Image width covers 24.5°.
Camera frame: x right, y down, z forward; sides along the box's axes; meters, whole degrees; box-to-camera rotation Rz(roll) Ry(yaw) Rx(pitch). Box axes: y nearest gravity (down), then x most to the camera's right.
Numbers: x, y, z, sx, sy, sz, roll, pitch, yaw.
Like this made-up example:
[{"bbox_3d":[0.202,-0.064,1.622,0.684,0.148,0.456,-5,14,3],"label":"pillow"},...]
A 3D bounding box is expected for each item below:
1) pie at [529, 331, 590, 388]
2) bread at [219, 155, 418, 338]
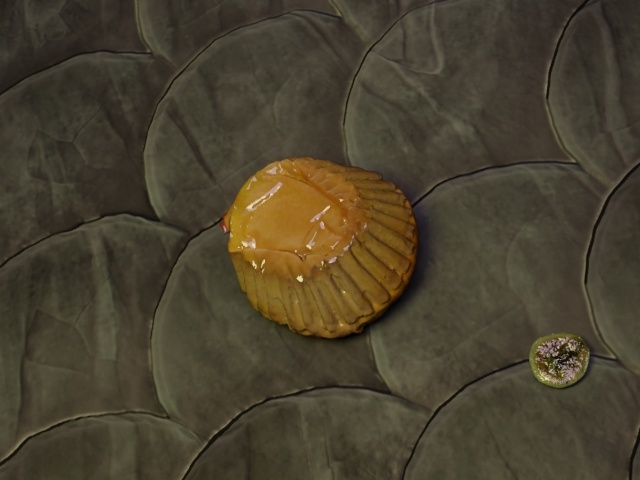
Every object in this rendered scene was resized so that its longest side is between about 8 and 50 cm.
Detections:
[{"bbox_3d":[0.321,0.158,1.973,0.084,0.021,0.084,-5,62,10],"label":"pie"},{"bbox_3d":[0.000,0.000,2.051,0.274,0.149,0.274,-7,64,15],"label":"bread"}]
